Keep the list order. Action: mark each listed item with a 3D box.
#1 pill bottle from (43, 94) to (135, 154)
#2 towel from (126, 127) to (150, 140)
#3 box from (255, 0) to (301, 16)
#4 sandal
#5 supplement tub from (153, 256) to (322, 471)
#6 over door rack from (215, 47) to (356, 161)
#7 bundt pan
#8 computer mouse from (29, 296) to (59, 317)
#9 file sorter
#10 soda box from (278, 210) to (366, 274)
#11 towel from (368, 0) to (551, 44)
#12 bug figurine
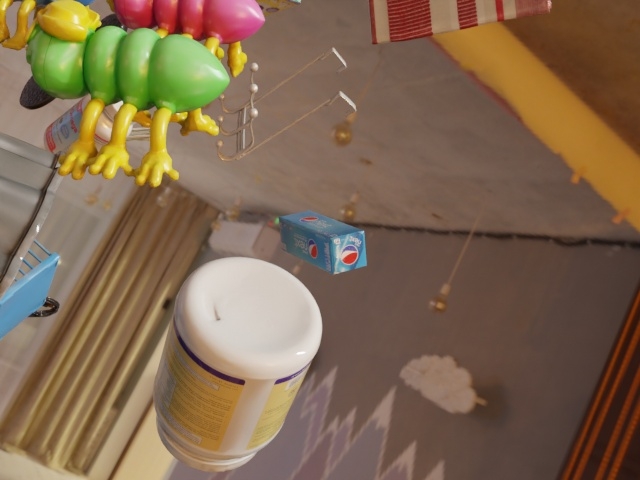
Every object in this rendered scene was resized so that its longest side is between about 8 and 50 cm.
[{"bbox_3d":[-0.351,-0.179,1.229,0.160,0.087,0.087,-28,-46,32],"label":"pill bottle"},{"bbox_3d":[-0.397,-0.218,1.667,0.113,0.023,0.152,-5,3,-9],"label":"towel"},{"bbox_3d":[-0.137,-0.485,1.590,0.105,0.043,0.179,1,-1,-45],"label":"box"},{"bbox_3d":[-0.323,-0.229,1.055,0.067,0.179,0.040,46,-5,36],"label":"sandal"},{"bbox_3d":[-0.152,0.218,1.342,0.241,0.241,0.331,26,-50,3],"label":"supplement tub"},{"bbox_3d":[-0.095,-0.329,1.802,0.324,0.239,0.108,-21,-52,12],"label":"over door rack"},{"bbox_3d":[-0.375,0.028,0.732,0.124,0.331,0.331,32,-13,-25],"label":"bundt pan"},{"bbox_3d":[-0.574,0.080,1.416,0.242,0.071,0.041,38,8,-46],"label":"computer mouse"},{"bbox_3d":[-0.494,0.064,1.217,0.104,0.118,0.170,42,-39,2],"label":"file sorter"},{"bbox_3d":[0.000,0.000,1.440,0.071,0.067,0.210,-13,18,-26],"label":"soda box"},{"bbox_3d":[0.248,-0.498,1.476,0.329,0.237,0.037,-7,-15,17],"label":"towel"},{"bbox_3d":[-0.141,-0.112,0.403,0.216,0.072,0.279,11,27,0],"label":"bug figurine"}]
